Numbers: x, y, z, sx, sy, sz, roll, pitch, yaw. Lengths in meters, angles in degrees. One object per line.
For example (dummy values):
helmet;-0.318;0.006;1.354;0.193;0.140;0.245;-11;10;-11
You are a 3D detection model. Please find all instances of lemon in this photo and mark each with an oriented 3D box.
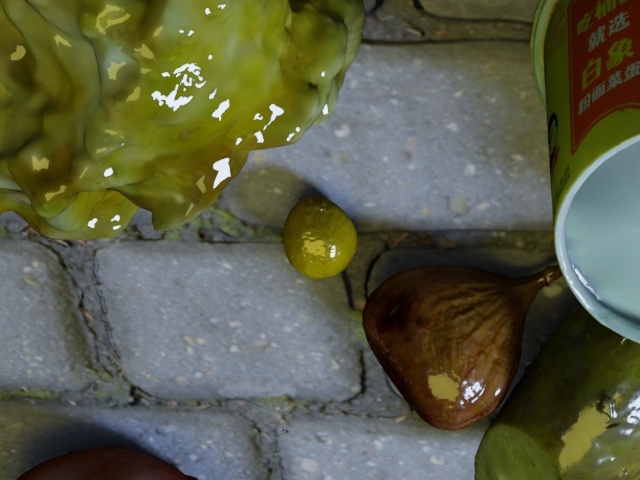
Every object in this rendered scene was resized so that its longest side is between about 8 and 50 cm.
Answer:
lemon;0.000;0.000;1.701;0.065;0.065;0.092;-2;135;15

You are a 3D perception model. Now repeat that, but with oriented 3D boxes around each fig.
fig;0.137;0.060;1.709;0.201;0.134;0.146;-41;85;1

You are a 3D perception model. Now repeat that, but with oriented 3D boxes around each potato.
potato;0.232;0.163;1.727;0.141;0.176;0.298;49;132;29

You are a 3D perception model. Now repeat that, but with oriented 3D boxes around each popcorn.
popcorn;-0.156;-0.144;1.479;0.334;0.292;0.294;-4;114;25

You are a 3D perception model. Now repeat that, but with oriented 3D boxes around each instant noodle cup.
instant noodle cup;0.293;-0.071;1.456;0.311;0.221;0.311;6;133;7

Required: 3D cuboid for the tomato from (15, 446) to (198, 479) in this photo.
tomato;-0.213;0.340;1.946;0.264;0.265;0.265;7;134;7
